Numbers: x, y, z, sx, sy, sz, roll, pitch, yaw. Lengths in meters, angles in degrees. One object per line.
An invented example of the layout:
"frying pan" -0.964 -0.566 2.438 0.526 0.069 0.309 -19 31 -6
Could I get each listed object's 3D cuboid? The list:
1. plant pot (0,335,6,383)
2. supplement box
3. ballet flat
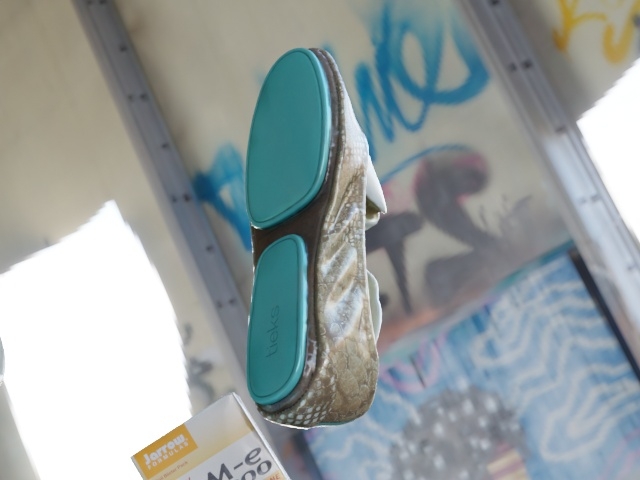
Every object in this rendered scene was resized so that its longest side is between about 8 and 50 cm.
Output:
"plant pot" -0.326 0.089 0.774 0.239 0.254 0.254 -35 -16 5
"supplement box" -0.042 0.133 0.662 0.062 0.098 0.036 -33 -9 -5
"ballet flat" 0.000 0.000 0.677 0.067 0.206 0.073 25 -32 -38
